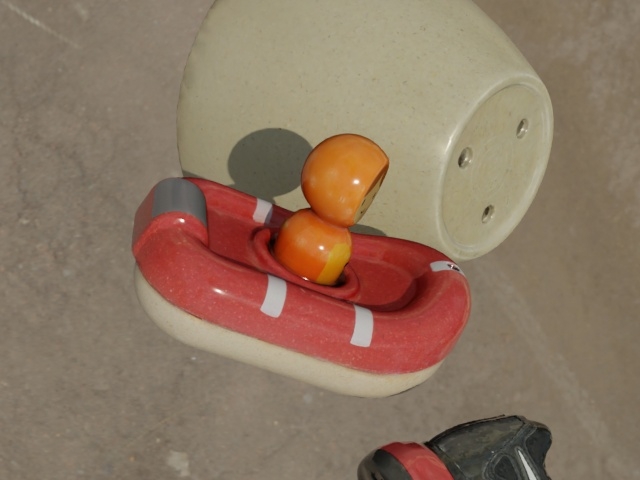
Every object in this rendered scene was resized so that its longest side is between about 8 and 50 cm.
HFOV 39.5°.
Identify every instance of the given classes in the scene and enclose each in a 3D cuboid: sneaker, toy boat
[{"bbox_3d":[0.131,0.221,0.505,0.135,0.097,0.276,-25,88,-20],"label":"sneaker"},{"bbox_3d":[0.000,0.000,0.588,0.231,0.151,0.151,20,24,-19],"label":"toy boat"}]

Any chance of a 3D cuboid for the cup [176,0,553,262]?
[{"bbox_3d":[0.069,-0.103,0.826,0.331,0.237,0.331,-25,128,-37],"label":"cup"}]
